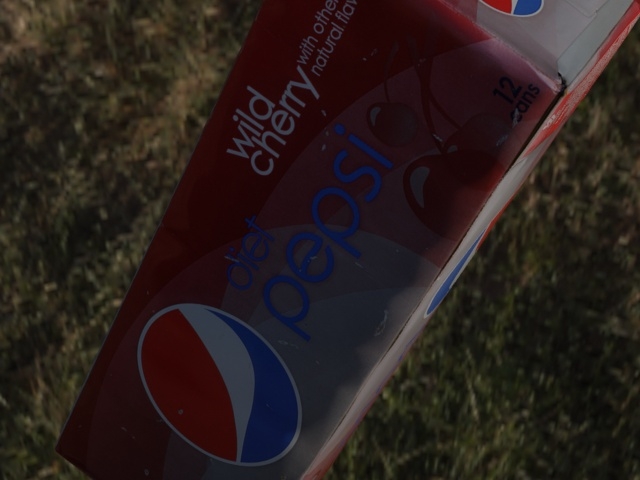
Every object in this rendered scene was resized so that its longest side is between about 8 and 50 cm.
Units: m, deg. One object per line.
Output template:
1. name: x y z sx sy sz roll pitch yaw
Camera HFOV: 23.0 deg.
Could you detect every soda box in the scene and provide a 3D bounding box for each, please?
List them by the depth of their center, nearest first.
1. soda box: 0.000 0.000 0.534 0.092 0.263 0.083 37 41 8
